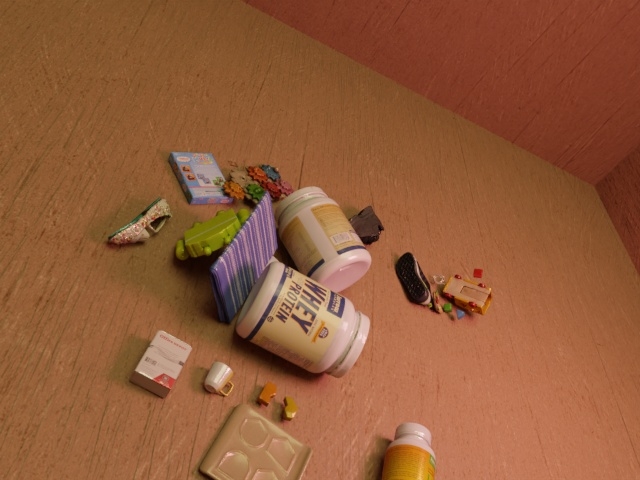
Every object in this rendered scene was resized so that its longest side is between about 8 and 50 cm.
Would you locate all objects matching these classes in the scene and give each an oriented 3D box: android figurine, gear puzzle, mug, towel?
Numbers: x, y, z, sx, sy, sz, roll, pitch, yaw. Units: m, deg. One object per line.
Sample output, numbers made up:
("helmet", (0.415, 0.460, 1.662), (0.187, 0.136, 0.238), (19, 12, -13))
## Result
("android figurine", (-0.314, -0.020, 1.681), (0.056, 0.248, 0.273), (66, -9, -21))
("gear puzzle", (-0.231, -0.210, 2.049), (0.175, 0.044, 0.339), (48, 32, 14))
("mug", (-0.260, 0.360, 1.472), (0.078, 0.062, 0.064), (30, 46, 2))
("towel", (-0.218, 0.048, 1.649), (0.040, 0.243, 0.336), (15, 48, 17))

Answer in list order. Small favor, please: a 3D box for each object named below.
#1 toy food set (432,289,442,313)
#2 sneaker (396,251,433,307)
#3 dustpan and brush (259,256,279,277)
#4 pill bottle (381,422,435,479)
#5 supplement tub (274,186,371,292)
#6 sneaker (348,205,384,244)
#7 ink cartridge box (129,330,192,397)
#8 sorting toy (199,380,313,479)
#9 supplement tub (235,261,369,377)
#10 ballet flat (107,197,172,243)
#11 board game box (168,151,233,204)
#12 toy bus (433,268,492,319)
("toy food set", (0.434, 0.227, 2.128), (0.082, 0.020, 0.083), (56, 26, -52))
("sneaker", (0.358, 0.154, 2.154), (0.097, 0.084, 0.235), (34, 32, -45))
("dustpan and brush", (-0.142, 0.118, 1.818), (0.211, 0.060, 0.147), (20, 51, -11))
("pill bottle", (0.234, 0.617, 1.521), (0.136, 0.136, 0.246), (31, 39, -8))
("supplement tub", (0.000, 0.000, 1.895), (0.228, 0.228, 0.316), (-7, 56, -41))
("sneaker", (0.155, -0.034, 2.154), (0.130, 0.109, 0.286), (49, 41, 5))
("ink cartridge box", (-0.396, 0.306, 1.424), (0.099, 0.056, 0.135), (31, 39, -8))
("sorting toy", (-0.137, 0.511, 1.433), (0.229, 0.041, 0.307), (32, 38, 1))
("supplement tub", (-0.049, 0.229, 1.620), (0.324, 0.235, 0.235), (29, 39, -10))
("ballet flat", (-0.515, -0.044, 1.675), (0.077, 0.091, 0.241), (54, 40, -14))
("board game box", (-0.408, -0.215, 1.958), (0.160, 0.039, 0.212), (-5, 55, -41))
("toy bus", (0.557, 0.211, 2.201), (0.104, 0.190, 0.202), (61, 12, -51))
